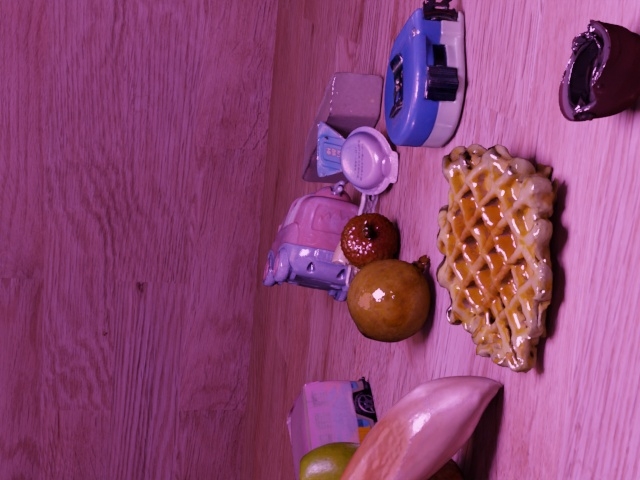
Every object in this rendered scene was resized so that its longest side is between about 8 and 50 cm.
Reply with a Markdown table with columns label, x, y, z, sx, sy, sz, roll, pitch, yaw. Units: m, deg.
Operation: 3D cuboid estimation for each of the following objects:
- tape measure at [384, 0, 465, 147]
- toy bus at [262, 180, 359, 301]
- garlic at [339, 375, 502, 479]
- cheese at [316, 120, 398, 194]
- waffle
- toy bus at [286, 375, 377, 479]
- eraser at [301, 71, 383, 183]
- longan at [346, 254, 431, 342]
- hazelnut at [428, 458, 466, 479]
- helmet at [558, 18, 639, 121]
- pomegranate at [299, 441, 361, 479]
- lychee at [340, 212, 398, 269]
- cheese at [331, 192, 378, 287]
| label | x | y | z | sx | sy | sz | roll | pitch | yaw |
| --- | --- | --- | --- | --- | --- | --- | --- | --- | --- |
| tape measure | 0.153 | -0.247 | 1.770 | 0.351 | 0.097 | 0.215 | 124 | 147 | -72 |
| toy bus | 0.000 | 0.000 | 2.255 | 0.294 | 0.197 | 0.232 | 151 | 131 | -77 |
| garlic | 0.122 | 0.295 | 1.475 | 0.318 | 0.112 | 0.143 | -52 | 9 | 7 |
| cheese | 0.071 | -0.165 | 2.070 | 0.244 | 0.052 | 0.135 | 19 | 112 | 49 |
| waffle | 0.235 | 0.017 | 1.387 | 0.317 | 0.073 | 0.297 | -147 | 54 | -68 |
| toy bus | 0.034 | 0.462 | 2.044 | 0.386 | 0.162 | 0.171 | -101 | 19 | -46 |
| eraser | 0.042 | -0.237 | 2.244 | 0.352 | 0.111 | 0.077 | 116 | 153 | -62 |
| longan | 0.126 | 0.093 | 1.766 | 0.154 | 0.176 | 0.145 | 27 | 159 | 54 |
| hazelnut | 0.161 | 0.388 | 1.557 | 0.154 | 0.143 | 0.143 | -102 | 16 | -74 |
| helmet | 0.303 | -0.175 | 1.089 | 0.123 | 0.070 | 0.098 | 105 | 170 | -70 |
| pomegranate | 0.072 | 0.482 | 1.679 | 0.358 | 0.216 | 0.310 | 94 | 176 | -75 |
| lychee | 0.094 | 0.005 | 1.965 | 0.146 | 0.114 | 0.114 | 74 | -170 | -61 |
| cheese | 0.086 | -0.008 | 2.080 | 0.049 | 0.127 | 0.235 | -3 | 68 | 44 |
